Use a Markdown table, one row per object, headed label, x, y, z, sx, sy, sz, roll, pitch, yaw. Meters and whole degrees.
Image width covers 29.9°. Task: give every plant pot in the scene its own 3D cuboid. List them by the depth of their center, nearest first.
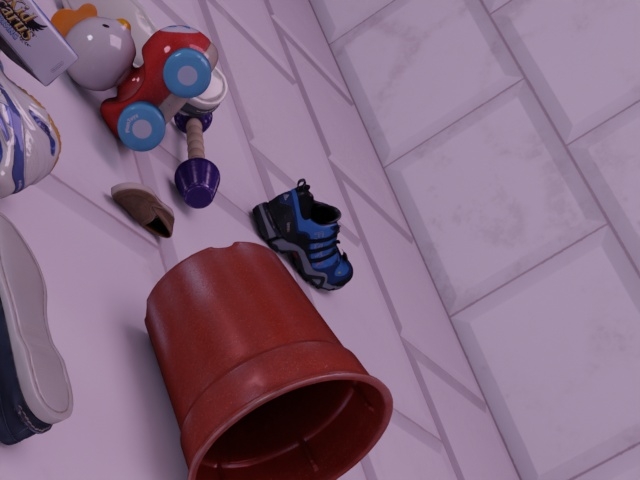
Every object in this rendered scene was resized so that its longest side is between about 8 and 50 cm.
| label | x | y | z | sx | sy | sz | roll | pitch | yaw |
| --- | --- | --- | --- | --- | --- | --- | --- | --- | --- |
| plant pot | -0.088 | 0.160 | 1.524 | 0.272 | 0.272 | 0.265 | 37 | 17 | -53 |

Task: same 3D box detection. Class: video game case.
| label | x | y | z | sx | sy | sz | roll | pitch | yaw |
| --- | --- | --- | --- | --- | --- | --- | --- | --- | --- |
| video game case | -0.422 | -0.319 | 1.475 | 0.244 | 0.061 | 0.269 | 51 | -8 | -28 |

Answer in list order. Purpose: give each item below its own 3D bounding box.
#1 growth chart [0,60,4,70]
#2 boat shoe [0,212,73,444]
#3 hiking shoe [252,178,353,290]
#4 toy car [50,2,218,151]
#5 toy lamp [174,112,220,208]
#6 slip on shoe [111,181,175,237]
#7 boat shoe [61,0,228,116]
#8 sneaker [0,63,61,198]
| label | x | y | z | sx | sy | sz | roll | pitch | yaw |
| --- | --- | --- | --- | --- | --- | --- | --- | --- | --- |
| growth chart | -0.475 | -0.275 | 1.583 | 0.172 | 0.021 | 0.237 | 43 | 22 | -47 |
| boat shoe | -0.322 | 0.087 | 1.230 | 0.095 | 0.079 | 0.255 | 33 | 31 | -62 |
| hiking shoe | 0.000 | 0.000 | 2.322 | 0.304 | 0.132 | 0.113 | 40 | 23 | -50 |
| toy car | -0.303 | -0.285 | 1.845 | 0.238 | 0.210 | 0.219 | 40 | 9 | -16 |
| toy lamp | -0.215 | -0.147 | 2.050 | 0.080 | 0.080 | 0.275 | 48 | 15 | -32 |
| slip on shoe | -0.259 | -0.043 | 1.760 | 0.135 | 0.051 | 0.041 | 45 | 30 | -57 |
| boat shoe | -0.307 | -0.316 | 2.026 | 0.319 | 0.116 | 0.099 | 35 | -25 | -9 |
| sneaker | -0.427 | -0.178 | 1.374 | 0.296 | 0.112 | 0.131 | 48 | 33 | -7 |
